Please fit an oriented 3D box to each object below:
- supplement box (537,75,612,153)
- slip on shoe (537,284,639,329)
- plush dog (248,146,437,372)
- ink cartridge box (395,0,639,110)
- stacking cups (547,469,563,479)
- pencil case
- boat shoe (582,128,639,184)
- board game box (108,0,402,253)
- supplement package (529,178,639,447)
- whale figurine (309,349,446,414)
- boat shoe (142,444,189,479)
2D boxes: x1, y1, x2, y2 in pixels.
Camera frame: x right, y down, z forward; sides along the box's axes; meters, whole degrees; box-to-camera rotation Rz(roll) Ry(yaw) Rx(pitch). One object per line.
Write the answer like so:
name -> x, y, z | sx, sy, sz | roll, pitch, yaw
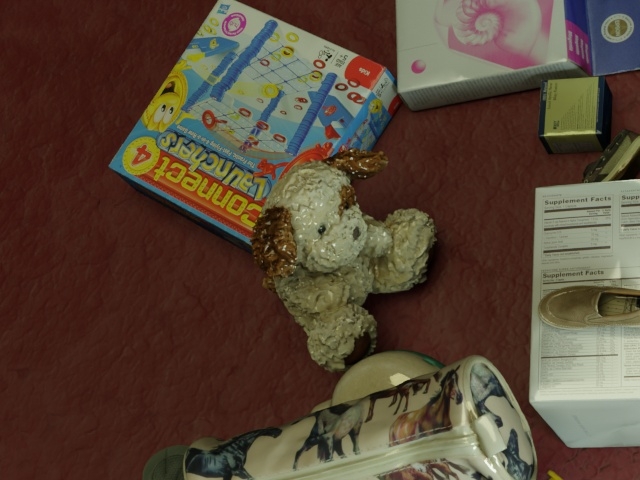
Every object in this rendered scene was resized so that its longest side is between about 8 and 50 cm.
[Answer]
supplement box -> 0.329, -0.161, 1.954 | 0.083, 0.056, 0.083 | -2, 68, 22
slip on shoe -> 0.300, 0.071, 1.641 | 0.135, 0.041, 0.051 | 4, 71, 24
plush dog -> 0.000, 0.000, 1.892 | 0.211, 0.225, 0.262 | 15, 48, 32
ink cartridge box -> 0.263, -0.357, 2.062 | 0.330, 0.071, 0.324 | -10, 65, 20
stacking cups -> 0.177, 0.391, 1.614 | 0.316, 0.096, 0.096 | -48, 59, 0
pencil case -> 0.040, 0.250, 1.690 | 0.410, 0.183, 0.159 | -20, 94, 26
boat shoe -> 0.357, -0.077, 1.913 | 0.152, 0.056, 0.049 | -46, 54, -12
board game box -> -0.091, -0.153, 2.111 | 0.308, 0.086, 0.302 | 27, 80, 30
supplement package -> 0.362, 0.087, 1.751 | 0.198, 0.199, 0.262 | -4, 67, 21
whale figurine -> 0.084, 0.263, 1.852 | 0.216, 0.141, 0.272 | 29, 106, 23
boat shoe -> -0.125, 0.407, 1.889 | 0.118, 0.103, 0.320 | -28, 64, -13
